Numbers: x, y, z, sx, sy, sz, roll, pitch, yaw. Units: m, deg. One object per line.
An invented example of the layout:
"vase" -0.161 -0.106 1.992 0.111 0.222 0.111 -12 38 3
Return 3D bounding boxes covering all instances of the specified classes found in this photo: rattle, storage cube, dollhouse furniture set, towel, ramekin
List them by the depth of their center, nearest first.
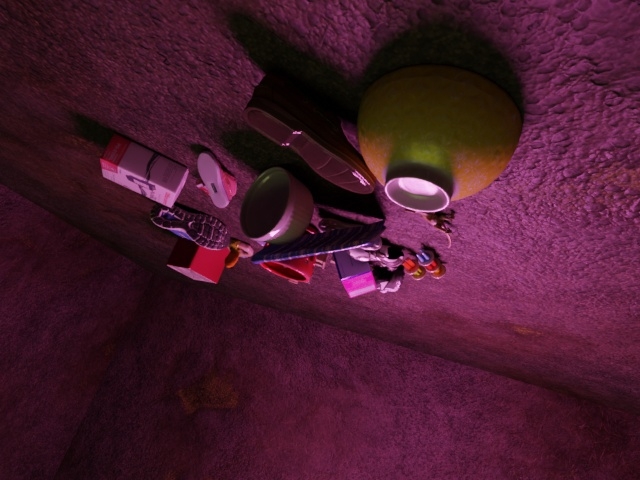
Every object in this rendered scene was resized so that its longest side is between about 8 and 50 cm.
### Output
"ramekin" -0.113 -0.084 1.143 0.207 0.207 0.109 -1 161 45
"towel" 0.000 0.000 1.172 0.336 0.040 0.243 -10 -170 21
"dollhouse furniture set" -0.010 0.115 1.630 0.182 0.161 0.101 19 161 3
"rattle" -0.381 0.087 1.957 0.130 0.143 0.200 5 158 -15
"storage cube" -0.579 0.074 2.018 0.183 0.193 0.215 5 157 36

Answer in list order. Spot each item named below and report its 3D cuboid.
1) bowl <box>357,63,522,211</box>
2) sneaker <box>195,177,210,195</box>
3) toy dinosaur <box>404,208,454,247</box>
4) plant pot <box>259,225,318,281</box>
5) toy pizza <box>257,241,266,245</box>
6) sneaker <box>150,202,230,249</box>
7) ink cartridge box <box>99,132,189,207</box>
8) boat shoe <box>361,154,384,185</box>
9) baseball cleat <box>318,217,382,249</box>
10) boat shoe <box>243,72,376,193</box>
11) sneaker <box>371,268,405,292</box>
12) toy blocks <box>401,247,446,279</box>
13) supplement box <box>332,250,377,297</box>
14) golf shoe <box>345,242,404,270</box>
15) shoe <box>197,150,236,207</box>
"bowl" 0.188 -0.145 0.751 0.289 0.156 0.289 17 161 6
"sneaker" -0.349 -0.173 1.355 0.067 0.042 0.118 38 161 -34
"toy dinosaur" 0.305 -0.046 1.091 0.183 0.053 0.092 35 172 -19
"plant pot" -0.101 0.032 1.473 0.191 0.174 0.191 17 160 6
"toy pizza" -0.173 0.002 1.677 0.201 0.032 0.201 18 160 7
"sneaker" -0.527 -0.061 1.752 0.330 0.130 0.147 26 174 -9
"ink cartridge box" -0.561 -0.216 1.355 0.237 0.100 0.172 26 160 -17
"boat shoe" 0.149 -0.150 0.931 0.135 0.050 0.045 26 165 -19
"baseball cleat" 0.094 -0.021 1.332 0.206 0.072 0.109 23 175 5
"boat shoe" 0.004 -0.207 0.829 0.307 0.104 0.111 33 159 -28
"sneaker" 0.238 0.149 1.610 0.106 0.078 0.234 20 163 -8
"toy blocks" 0.315 0.072 1.348 0.123 0.054 0.148 -9 147 36
"supplement box" 0.126 0.112 1.512 0.114 0.111 0.220 -18 154 4
"golf shoe" 0.179 0.030 1.377 0.198 0.077 0.094 16 150 -9
"shoe" -0.300 -0.190 1.240 0.063 0.081 0.178 -1 125 19
